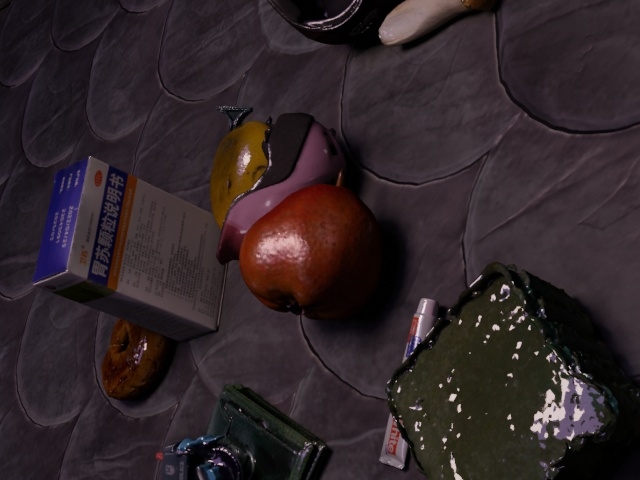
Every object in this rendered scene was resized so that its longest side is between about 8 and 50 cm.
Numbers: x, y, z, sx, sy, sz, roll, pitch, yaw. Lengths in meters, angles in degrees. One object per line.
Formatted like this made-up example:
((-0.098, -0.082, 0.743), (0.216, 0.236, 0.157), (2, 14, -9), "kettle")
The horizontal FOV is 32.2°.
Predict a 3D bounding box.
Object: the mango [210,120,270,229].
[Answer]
((-0.123, -0.101, 1.822), (0.137, 0.098, 0.195), (7, 79, 46), "mango")

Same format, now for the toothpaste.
((0.117, 0.182, 1.419), (0.052, 0.033, 0.218), (3, 76, 56), "toothpaste")

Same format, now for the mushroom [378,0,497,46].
((0.172, -0.344, 1.627), (0.209, 0.071, 0.084), (-24, 85, 46), "mushroom")

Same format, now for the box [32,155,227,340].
((-0.296, 0.020, 1.790), (0.106, 0.299, 0.200), (-19, 56, 43), "box")

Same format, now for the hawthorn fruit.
((0.000, 0.000, 1.538), (0.197, 0.197, 0.225), (-1, 63, 51), "hawthorn fruit")

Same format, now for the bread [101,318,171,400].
((-0.318, 0.188, 1.925), (0.193, 0.064, 0.193), (-37, 41, 41), "bread")

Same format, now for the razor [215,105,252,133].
((-0.159, -0.149, 1.955), (0.066, 0.033, 0.190), (1, 68, 7), "razor")

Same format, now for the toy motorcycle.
((-0.182, 0.406, 1.559), (0.182, 0.124, 0.272), (1, 90, 30), "toy motorcycle")

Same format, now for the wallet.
((-0.094, 0.315, 1.583), (0.236, 0.055, 0.160), (26, 97, 53), "wallet")

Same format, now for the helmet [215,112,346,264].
((-0.049, -0.067, 1.667), (0.198, 0.154, 0.253), (-103, 28, -89), "helmet")

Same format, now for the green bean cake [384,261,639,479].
((0.212, 0.184, 1.215), (0.241, 0.132, 0.255), (-50, 41, 19), "green bean cake")

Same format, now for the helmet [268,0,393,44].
((0.023, -0.408, 1.737), (0.189, 0.193, 0.216), (-40, 47, 23), "helmet")
